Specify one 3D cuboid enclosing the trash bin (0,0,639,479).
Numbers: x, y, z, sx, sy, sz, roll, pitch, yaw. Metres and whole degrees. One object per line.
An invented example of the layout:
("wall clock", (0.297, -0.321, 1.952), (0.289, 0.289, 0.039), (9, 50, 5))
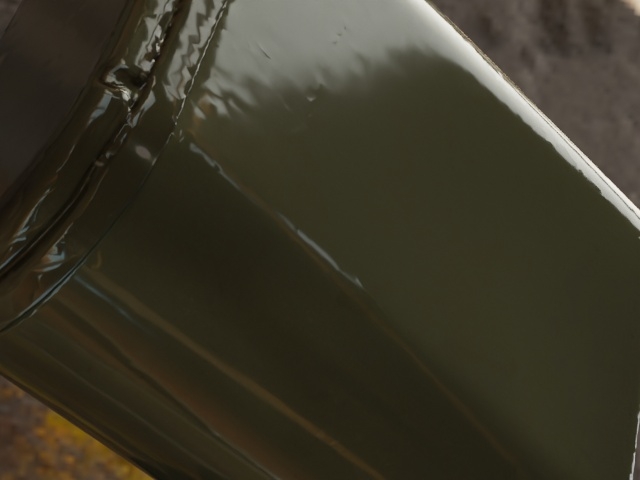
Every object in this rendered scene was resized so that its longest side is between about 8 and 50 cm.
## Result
("trash bin", (0.000, 0.000, 0.631), (0.121, 0.247, 0.243), (-33, -154, 39))
